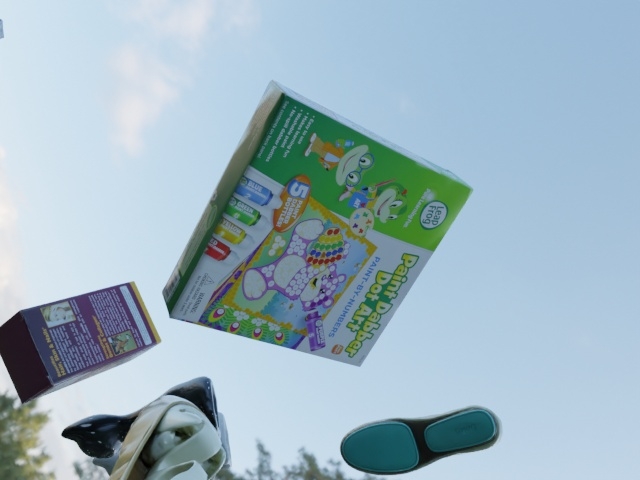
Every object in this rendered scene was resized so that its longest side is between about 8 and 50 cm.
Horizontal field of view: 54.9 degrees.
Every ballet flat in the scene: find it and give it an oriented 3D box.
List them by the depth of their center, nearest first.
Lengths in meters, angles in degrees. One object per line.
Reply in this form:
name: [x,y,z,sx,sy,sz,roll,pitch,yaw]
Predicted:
ballet flat: [-0.097,0.160,0.405,0.080,0.073,0.232,54,11,-9]
ballet flat: [0.156,0.309,0.950,0.248,0.086,0.086,-12,-75,13]

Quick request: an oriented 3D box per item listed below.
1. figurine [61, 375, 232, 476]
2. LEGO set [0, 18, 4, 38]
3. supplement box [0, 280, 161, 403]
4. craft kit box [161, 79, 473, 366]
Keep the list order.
figurine: [-0.251,0.300,0.927,0.215,0.209,0.092,89,-12,-53]
LEGO set: [-0.271,-0.199,0.260,0.192,0.255,0.331,29,-58,12]
supplement box: [-0.326,0.133,0.843,0.080,0.188,0.104,-31,-98,30]
craft kit box: [0.000,0.000,0.649,0.250,0.246,0.061,-60,-146,16]
